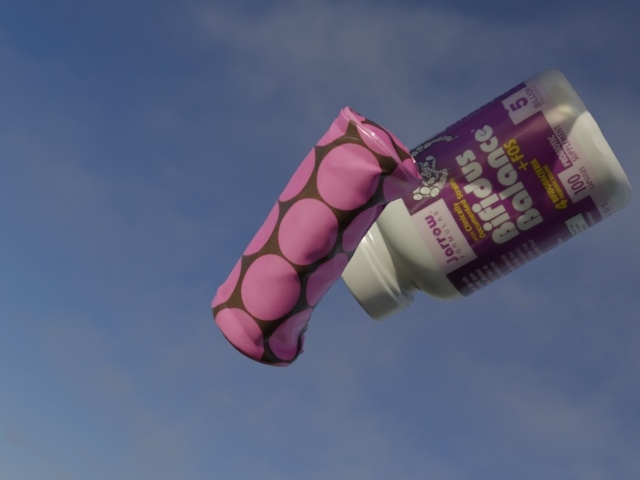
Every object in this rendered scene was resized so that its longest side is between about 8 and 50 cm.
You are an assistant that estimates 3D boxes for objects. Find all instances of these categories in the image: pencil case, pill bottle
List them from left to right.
[{"bbox_3d":[0.000,0.000,0.868,0.098,0.209,0.095,26,17,-34],"label":"pencil case"},{"bbox_3d":[0.160,-0.038,1.146,0.169,0.301,0.169,55,13,-18],"label":"pill bottle"}]
